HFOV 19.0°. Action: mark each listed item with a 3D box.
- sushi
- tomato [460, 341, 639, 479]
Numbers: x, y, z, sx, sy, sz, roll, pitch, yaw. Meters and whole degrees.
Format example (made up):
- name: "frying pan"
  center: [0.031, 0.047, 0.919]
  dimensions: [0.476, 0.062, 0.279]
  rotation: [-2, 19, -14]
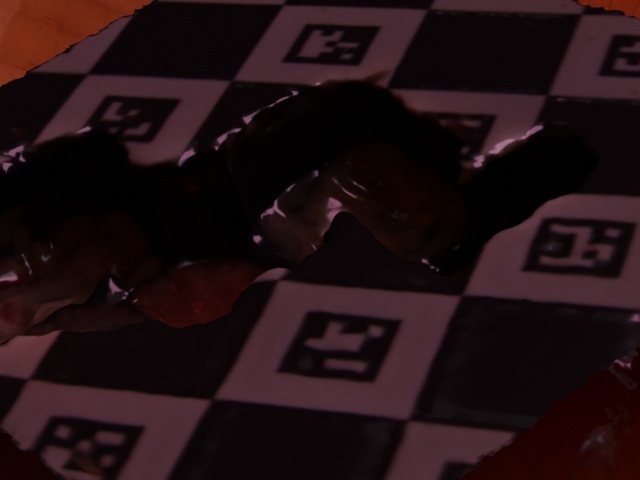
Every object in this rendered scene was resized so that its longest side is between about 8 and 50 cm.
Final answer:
- name: "sushi"
  center: [0.000, 0.000, 0.639]
  dimensions: [0.292, 0.059, 0.294]
  rotation: [-34, 41, -32]
- name: "tomato"
  center: [0.105, 0.070, 0.701]
  dimensions: [0.199, 0.112, 0.228]
  rotation: [21, 13, -14]
